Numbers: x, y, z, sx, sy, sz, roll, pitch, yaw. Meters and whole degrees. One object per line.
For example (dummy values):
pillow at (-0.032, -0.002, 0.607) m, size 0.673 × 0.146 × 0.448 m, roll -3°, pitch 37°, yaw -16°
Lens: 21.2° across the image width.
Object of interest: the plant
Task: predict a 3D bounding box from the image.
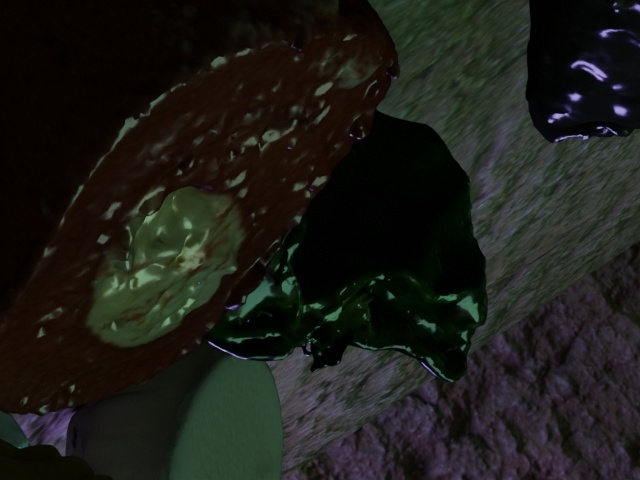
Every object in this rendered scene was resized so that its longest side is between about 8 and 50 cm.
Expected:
plant at (0.218, -0.149, 1.082) m, size 0.199 × 0.188 × 0.276 m, roll 5°, pitch 158°, yaw 8°

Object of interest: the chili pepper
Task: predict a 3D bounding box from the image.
chili pepper at (0.006, -0.010, 1.115) m, size 0.213 × 0.167 × 0.385 m, roll 4°, pitch -174°, yaw 5°

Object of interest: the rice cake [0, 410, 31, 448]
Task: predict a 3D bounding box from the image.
rice cake at (-0.308, 0.179, 1.274) m, size 0.206 × 0.069 × 0.063 m, roll -28°, pitch 166°, yaw -26°

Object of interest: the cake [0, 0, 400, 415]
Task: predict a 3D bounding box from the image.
cake at (-0.097, -0.049, 0.778) m, size 0.177 × 0.151 × 0.283 m, roll -5°, pitch 144°, yaw -48°

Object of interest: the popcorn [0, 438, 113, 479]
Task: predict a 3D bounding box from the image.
popcorn at (-0.286, 0.258, 0.949) m, size 0.390 × 0.354 × 0.344 m, roll 15°, pitch 176°, yaw -38°

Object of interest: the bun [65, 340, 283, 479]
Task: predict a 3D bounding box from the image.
bun at (-0.155, 0.207, 1.542) m, size 0.175 × 0.263 × 0.263 m, roll 5°, pitch -177°, yaw 22°
